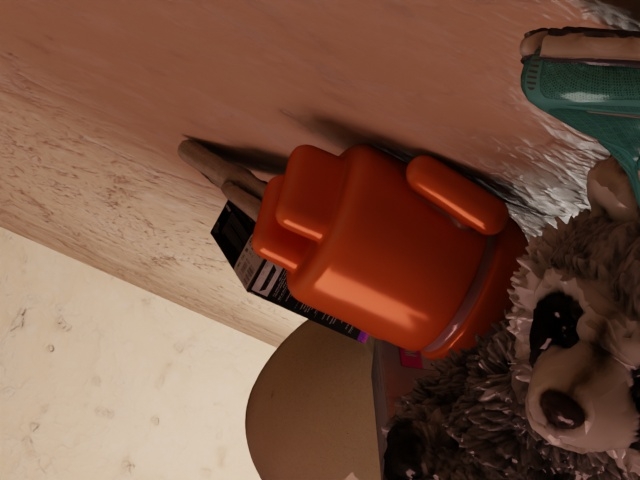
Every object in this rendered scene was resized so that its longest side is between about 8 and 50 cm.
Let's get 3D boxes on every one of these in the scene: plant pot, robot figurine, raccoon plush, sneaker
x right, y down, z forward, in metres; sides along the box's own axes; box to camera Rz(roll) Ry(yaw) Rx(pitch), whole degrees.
[{"bbox_3d":[0.080,0.159,1.809,0.284,0.284,0.191,22,136,-1],"label":"plant pot"},{"bbox_3d":[0.063,0.011,1.257,0.219,0.158,0.128,25,-168,-14],"label":"robot figurine"},{"bbox_3d":[0.204,0.039,1.129,0.216,0.299,0.446,28,-149,0],"label":"raccoon plush"},{"bbox_3d":[0.194,-0.019,0.804,0.275,0.110,0.107,29,169,-35],"label":"sneaker"}]

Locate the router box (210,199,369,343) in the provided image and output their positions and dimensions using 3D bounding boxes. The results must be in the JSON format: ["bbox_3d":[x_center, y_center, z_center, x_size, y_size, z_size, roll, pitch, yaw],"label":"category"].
[{"bbox_3d":[-0.026,0.028,1.675,0.133,0.046,0.179,25,-170,-22],"label":"router box"}]

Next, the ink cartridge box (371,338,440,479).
[{"bbox_3d":[0.164,0.153,1.322,0.239,0.060,0.275,4,-158,-3],"label":"ink cartridge box"}]

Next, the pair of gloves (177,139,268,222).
[{"bbox_3d":[0.000,0.000,1.509,0.240,0.042,0.204,38,-179,-41],"label":"pair of gloves"}]
